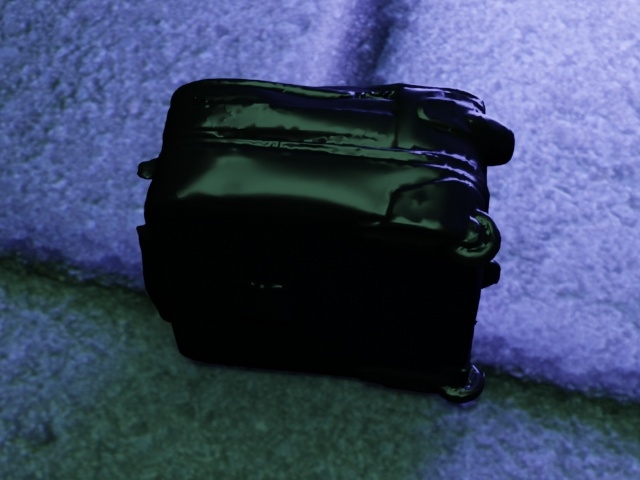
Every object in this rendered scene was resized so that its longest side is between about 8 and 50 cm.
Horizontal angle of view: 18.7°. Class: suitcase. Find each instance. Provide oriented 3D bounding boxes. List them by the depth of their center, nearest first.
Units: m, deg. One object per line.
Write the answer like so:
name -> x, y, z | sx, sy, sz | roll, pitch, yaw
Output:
suitcase -> 0.000, 0.000, 1.783 | 0.339, 0.345, 0.188 | 4, 63, 4
